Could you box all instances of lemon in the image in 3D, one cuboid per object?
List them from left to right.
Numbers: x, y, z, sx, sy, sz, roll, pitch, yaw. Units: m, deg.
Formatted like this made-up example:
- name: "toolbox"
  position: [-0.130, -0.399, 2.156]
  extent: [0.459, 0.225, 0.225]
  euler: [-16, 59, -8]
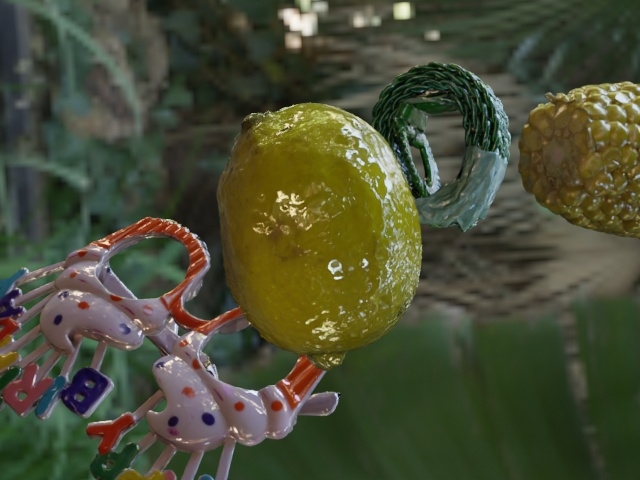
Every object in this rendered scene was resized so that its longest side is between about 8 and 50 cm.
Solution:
- name: "lemon"
  position: [0.000, 0.000, 0.733]
  extent: [0.082, 0.082, 0.110]
  euler: [-98, 176, -67]

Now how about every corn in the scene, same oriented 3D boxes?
- name: "corn"
  position: [0.211, -0.040, 0.988]
  extent: [0.091, 0.260, 0.091]
  euler: [51, -55, 39]

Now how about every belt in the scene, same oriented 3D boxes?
- name: "belt"
  position: [0.105, -0.082, 1.668]
  extent: [0.079, 0.121, 0.151]
  euler: [7, 81, -75]

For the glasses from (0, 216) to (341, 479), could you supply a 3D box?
- name: "glasses"
  position: [-0.106, 0.087, 1.141]
  extent: [0.255, 0.162, 0.095]
  euler: [33, -33, 36]
